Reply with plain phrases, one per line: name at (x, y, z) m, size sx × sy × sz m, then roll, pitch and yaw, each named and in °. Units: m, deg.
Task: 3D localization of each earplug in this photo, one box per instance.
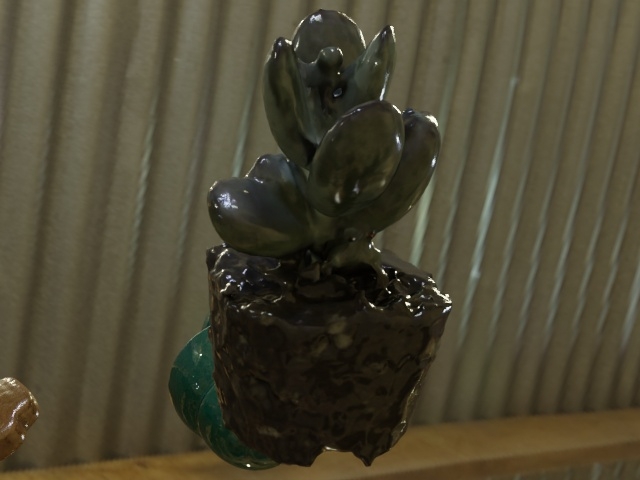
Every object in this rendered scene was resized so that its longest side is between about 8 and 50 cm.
earplug at (-0.067, 0.121, 1.427) m, size 0.164 × 0.280 × 0.257 m, roll 23°, pitch -62°, yaw -36°

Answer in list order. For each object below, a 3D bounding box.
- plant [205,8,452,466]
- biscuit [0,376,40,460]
plant at (-0.001, 0.000, 0.764) m, size 0.149 × 0.146 × 0.274 m, roll -12°, pitch -53°, yaw -22°
biscuit at (-0.429, 0.257, 1.351) m, size 0.295 × 0.186 × 0.044 m, roll -45°, pitch -53°, yaw -19°
